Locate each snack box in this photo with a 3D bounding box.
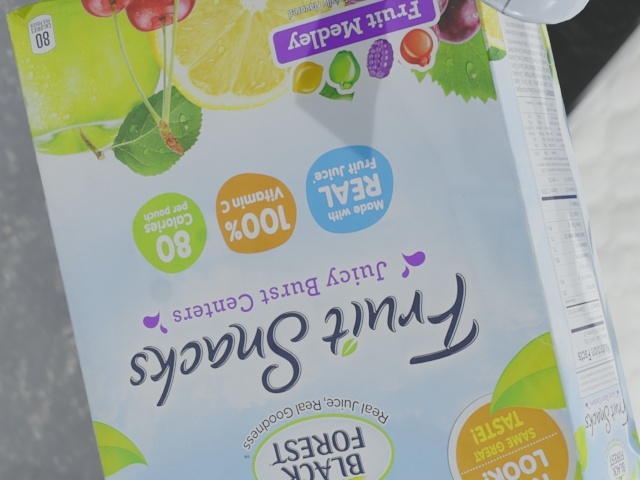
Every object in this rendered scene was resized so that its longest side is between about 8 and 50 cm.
[{"bbox_3d":[0.000,0.000,0.641,0.174,0.207,0.070,-15,177,26],"label":"snack box"}]

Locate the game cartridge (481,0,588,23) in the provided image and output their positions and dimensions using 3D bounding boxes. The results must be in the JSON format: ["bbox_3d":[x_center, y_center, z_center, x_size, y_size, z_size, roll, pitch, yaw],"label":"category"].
[{"bbox_3d":[0.123,-0.218,0.570,0.062,0.297,0.198,29,134,-7],"label":"game cartridge"}]
